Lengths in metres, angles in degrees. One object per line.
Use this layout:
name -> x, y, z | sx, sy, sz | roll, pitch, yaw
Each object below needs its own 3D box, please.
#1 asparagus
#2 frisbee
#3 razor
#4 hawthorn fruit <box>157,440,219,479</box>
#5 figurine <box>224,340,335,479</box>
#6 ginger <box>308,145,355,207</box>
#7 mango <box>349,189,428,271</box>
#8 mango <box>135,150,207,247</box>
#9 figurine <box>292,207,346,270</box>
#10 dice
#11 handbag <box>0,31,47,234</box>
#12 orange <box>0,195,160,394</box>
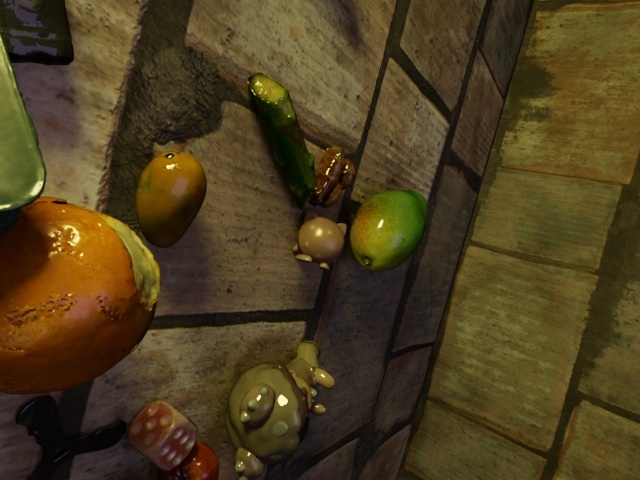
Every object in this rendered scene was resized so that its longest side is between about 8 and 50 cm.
asparagus -> -0.063, -0.192, 0.922 | 0.082, 0.084, 0.343 | -76, 154, -44
frisbee -> -0.431, 0.349, 0.683 | 0.188, 0.012, 0.211 | -55, 143, -24
razor -> -0.340, -0.281, 0.490 | 0.090, 0.054, 0.148 | -22, 121, -50
hawthorn fruit -> -0.273, 0.480, 0.891 | 0.125, 0.140, 0.125 | 6, 79, -30
figurine -> -0.091, 0.381, 1.054 | 0.380, 0.203, 0.249 | -29, 135, -61
ginger -> 0.025, -0.149, 1.083 | 0.103, 0.073, 0.162 | 34, 82, -42
mango -> 0.221, -0.050, 1.298 | 0.382, 0.201, 0.226 | -36, 123, -46
mango -> -0.246, -0.066, 0.699 | 0.111, 0.089, 0.163 | 24, 92, -58
figurine -> 0.000, 0.000, 1.075 | 0.125, 0.125, 0.138 | 41, 58, -55
dice -> -0.298, 0.367, 0.814 | 0.094, 0.091, 0.093 | -51, 141, -29
handbag -> -0.389, -0.148, 0.334 | 0.238, 0.089, 0.327 | -16, 88, -48
orange -> -0.320, 0.059, 0.513 | 0.240, 0.239, 0.240 | -29, 127, -47
